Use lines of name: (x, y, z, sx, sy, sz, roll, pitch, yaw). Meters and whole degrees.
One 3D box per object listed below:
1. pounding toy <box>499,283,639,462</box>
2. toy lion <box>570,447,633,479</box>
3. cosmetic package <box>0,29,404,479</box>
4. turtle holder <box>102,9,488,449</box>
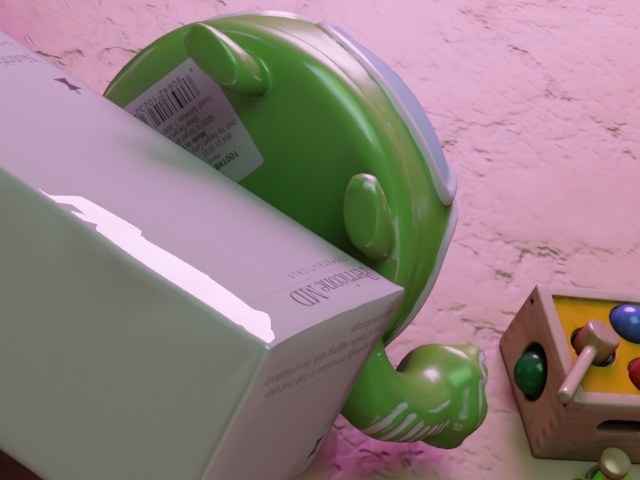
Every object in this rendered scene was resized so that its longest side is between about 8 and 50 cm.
pounding toy: (0.201, 0.097, 1.461, 0.141, 0.100, 0.130, 6, 47, -23)
toy lion: (0.210, 0.204, 1.421, 0.100, 0.034, 0.096, 36, 51, 7)
cosmetic package: (-0.169, 0.007, 1.208, 0.385, 0.156, 0.217, 31, 19, 14)
turtle holder: (0.002, -0.019, 1.372, 0.320, 0.243, 0.227, 31, 23, 16)
